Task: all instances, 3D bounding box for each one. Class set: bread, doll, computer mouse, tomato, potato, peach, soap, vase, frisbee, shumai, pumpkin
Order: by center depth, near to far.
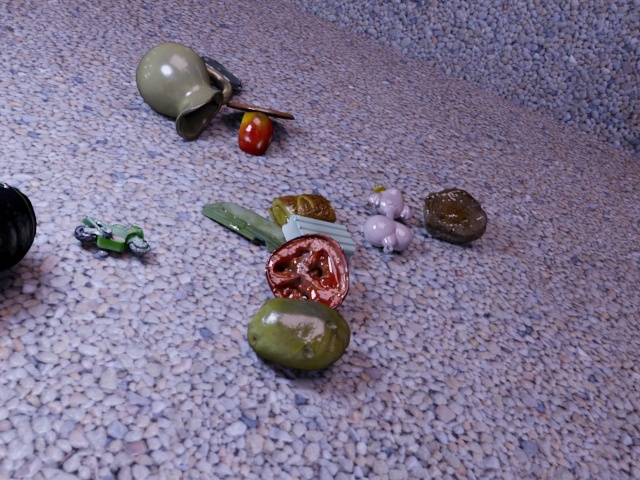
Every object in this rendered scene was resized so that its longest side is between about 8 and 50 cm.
[{"bbox_3d":[-0.757,0.003,1.407,0.296,0.295,0.296,14,36,-10],"label":"pumpkin"},{"bbox_3d":[-0.047,0.216,1.545,0.228,0.148,0.197,24,21,8],"label":"potato"},{"bbox_3d":[-0.035,0.095,1.725,0.228,0.101,0.227,3,68,-8],"label":"tomato"},{"bbox_3d":[0.000,0.000,1.875,0.198,0.066,0.119,11,41,-38],"label":"soap"},{"bbox_3d":[-0.054,-0.082,1.966,0.172,0.103,0.132,-6,45,-38],"label":"bread"},{"bbox_3d":[0.221,-0.071,2.105,0.160,0.094,0.365,25,36,-9],"label":"doll"},{"bbox_3d":[0.432,-0.084,2.210,0.218,0.183,0.185,0,4,-10],"label":"shumai"},{"bbox_3d":[-0.435,-0.520,2.240,0.302,0.241,0.329,46,41,16],"label":"vase"},{"bbox_3d":[-0.220,-0.368,2.241,0.151,0.151,0.118,-8,32,-35],"label":"peach"},{"bbox_3d":[-0.214,-0.465,2.358,0.251,0.021,0.251,11,9,-2],"label":"frisbee"},{"bbox_3d":[-0.400,-0.636,2.549,0.231,0.071,0.126,35,22,1],"label":"computer mouse"}]

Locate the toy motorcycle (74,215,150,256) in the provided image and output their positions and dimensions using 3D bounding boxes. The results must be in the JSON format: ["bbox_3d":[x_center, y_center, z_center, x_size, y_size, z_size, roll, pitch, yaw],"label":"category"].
[{"bbox_3d":[-0.520,-0.012,1.663,0.190,0.074,0.106,14,26,-8],"label":"toy motorcycle"}]

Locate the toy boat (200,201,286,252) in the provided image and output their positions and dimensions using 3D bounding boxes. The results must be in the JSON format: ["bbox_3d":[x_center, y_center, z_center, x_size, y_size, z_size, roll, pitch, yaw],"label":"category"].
[{"bbox_3d":[-0.205,-0.043,1.877,0.293,0.055,0.093,28,33,8],"label":"toy boat"}]
